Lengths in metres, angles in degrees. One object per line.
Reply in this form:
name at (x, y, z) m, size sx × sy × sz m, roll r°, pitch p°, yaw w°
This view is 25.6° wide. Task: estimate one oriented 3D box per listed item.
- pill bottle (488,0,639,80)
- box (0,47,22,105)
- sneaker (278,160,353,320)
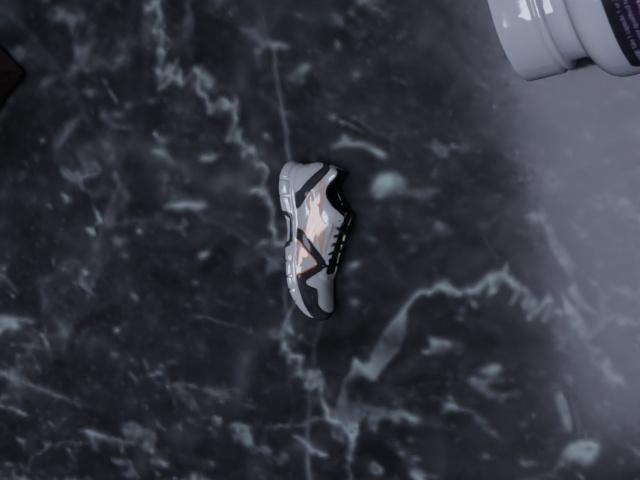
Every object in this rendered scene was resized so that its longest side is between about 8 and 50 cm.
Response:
pill bottle at (0.196, -0.155, 0.787) m, size 0.193 × 0.108 × 0.108 m, roll -16°, pitch 93°, yaw 24°
box at (-0.362, -0.096, 1.001) m, size 0.167 × 0.168 × 0.203 m, roll 46°, pitch 113°, yaw 10°
sneaker at (0.000, 0.000, 0.935) m, size 0.044 × 0.040 × 0.109 m, roll -4°, pitch 98°, yaw 22°
